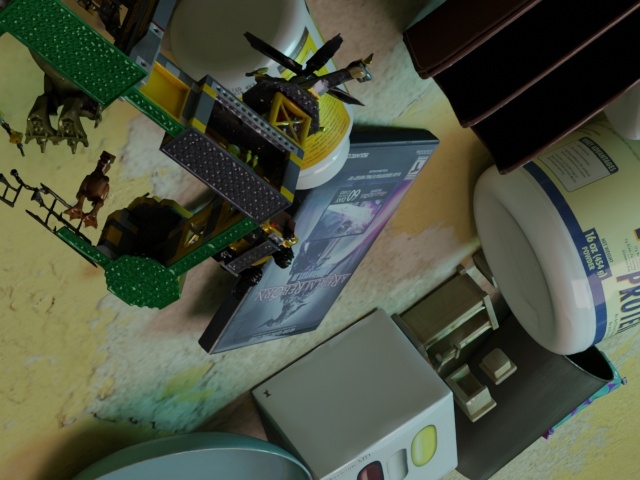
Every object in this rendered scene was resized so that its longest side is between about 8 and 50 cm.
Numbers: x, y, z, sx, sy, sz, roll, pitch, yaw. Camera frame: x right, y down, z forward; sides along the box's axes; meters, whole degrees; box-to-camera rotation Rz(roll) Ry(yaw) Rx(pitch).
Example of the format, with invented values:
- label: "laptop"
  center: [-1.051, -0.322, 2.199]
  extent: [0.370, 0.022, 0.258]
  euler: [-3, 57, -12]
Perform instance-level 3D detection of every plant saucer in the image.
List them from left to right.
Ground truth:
- label: "plant saucer"
  center: [-0.166, 0.297, 1.596]
  extent: [0.317, 0.044, 0.318]
  euler: [-11, 146, -8]

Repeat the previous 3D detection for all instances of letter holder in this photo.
- label: "letter holder"
  center: [0.242, -0.201, 1.257]
  extent: [0.302, 0.152, 0.214]
  euler: [-37, -166, 10]

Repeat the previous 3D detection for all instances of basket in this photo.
- label: "basket"
  center: [0.257, 0.208, 1.911]
  extent: [0.227, 0.154, 0.204]
  euler: [-46, 147, 15]

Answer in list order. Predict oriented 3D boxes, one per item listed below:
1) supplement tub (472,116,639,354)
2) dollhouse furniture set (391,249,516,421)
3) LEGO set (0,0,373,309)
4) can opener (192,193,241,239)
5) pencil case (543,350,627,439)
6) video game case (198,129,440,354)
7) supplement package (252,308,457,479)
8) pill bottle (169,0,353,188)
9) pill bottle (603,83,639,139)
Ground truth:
- label: "supplement tub"
  center: [0.364, -0.033, 1.607]
  extent: [0.324, 0.235, 0.235]
  euler: [-24, 145, -9]
- label: "dollhouse furniture set"
  center: [0.214, 0.117, 1.738]
  extent: [0.182, 0.161, 0.101]
  euler: [-36, 148, -6]
- label: "LEGO set"
  center: [-0.147, -0.124, 1.046]
  extent: [0.331, 0.192, 0.255]
  euler: [32, 134, -20]
- label: "can opener"
  center: [-0.108, -0.008, 1.350]
  extent: [0.186, 0.059, 0.073]
  euler: [-35, 148, -9]
- label: "pencil case"
  center: [0.390, 0.236, 2.154]
  extent: [0.151, 0.064, 0.070]
  euler: [-31, 122, -13]
- label: "video game case"
  center: [0.000, 0.000, 1.476]
  extent: [0.196, 0.026, 0.274]
  euler: [-8, 136, -55]
- label: "supplement package"
  center: [0.048, 0.231, 1.715]
  extent: [0.194, 0.149, 0.203]
  euler: [-32, 148, -13]
- label: "pill bottle"
  center: [-0.042, -0.132, 1.215]
  extent: [0.117, 0.117, 0.215]
  euler: [-38, 147, -4]
- label: "pill bottle"
  center: [0.466, -0.218, 1.474]
  extent: [0.333, 0.188, 0.188]
  euler: [-9, 141, -6]
